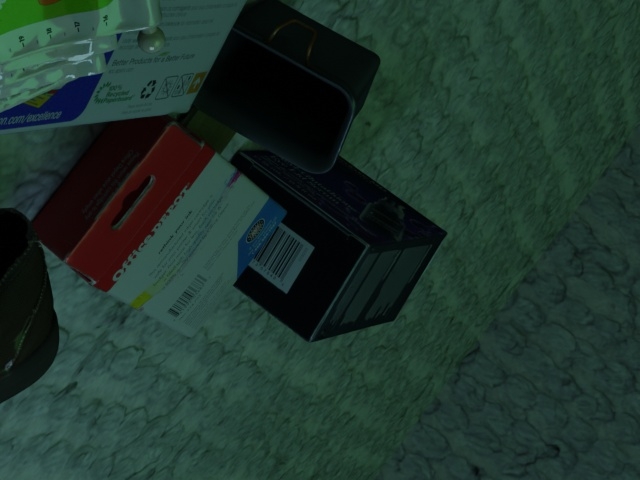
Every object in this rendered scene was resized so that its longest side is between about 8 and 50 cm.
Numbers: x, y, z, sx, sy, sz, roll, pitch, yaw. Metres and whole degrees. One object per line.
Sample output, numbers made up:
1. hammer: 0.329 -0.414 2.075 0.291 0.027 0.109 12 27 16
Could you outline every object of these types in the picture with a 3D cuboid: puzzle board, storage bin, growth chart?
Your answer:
1. puzzle board: -0.115 -0.061 1.409 0.128 0.011 0.096 -53 163 2
2. storage bin: -0.021 -0.134 1.334 0.091 0.135 0.098 -50 166 -50
3. growth chart: -0.192 -0.123 0.922 0.237 0.021 0.172 -28 134 -11

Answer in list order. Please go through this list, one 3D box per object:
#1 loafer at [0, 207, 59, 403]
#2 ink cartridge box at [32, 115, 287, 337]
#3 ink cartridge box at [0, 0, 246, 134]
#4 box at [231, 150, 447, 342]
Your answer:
1. loafer: -0.300 0.072 1.042 0.366 0.134 0.130 -39 147 -51
2. ink cartridge box: -0.128 -0.021 1.315 0.134 0.078 0.231 -53 155 -2
3. ink cartridge box: -0.111 -0.209 1.057 0.303 0.072 0.307 -14 136 -61
4. box: 0.000 0.000 1.583 0.108 0.153 0.207 -59 163 16
